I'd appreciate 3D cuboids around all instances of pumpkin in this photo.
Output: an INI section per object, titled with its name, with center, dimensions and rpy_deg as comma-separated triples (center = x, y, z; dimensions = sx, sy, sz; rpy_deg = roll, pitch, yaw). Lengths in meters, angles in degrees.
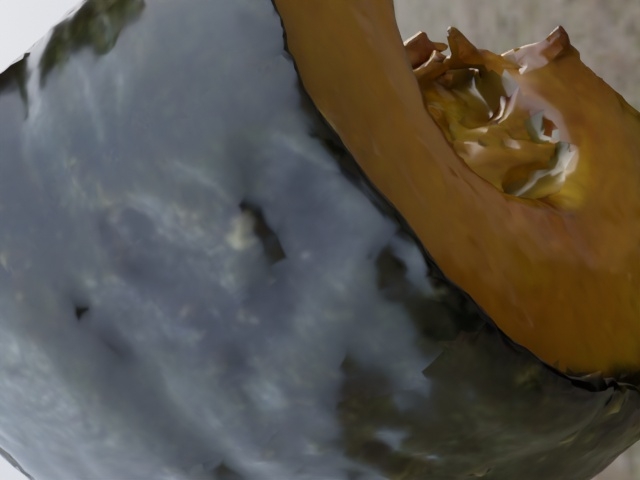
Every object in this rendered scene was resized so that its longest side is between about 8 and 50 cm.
[pumpkin]
center = 0.000, 0.000, 0.720
dimensions = 0.303, 0.225, 0.256
rpy_deg = 39, -142, -24
